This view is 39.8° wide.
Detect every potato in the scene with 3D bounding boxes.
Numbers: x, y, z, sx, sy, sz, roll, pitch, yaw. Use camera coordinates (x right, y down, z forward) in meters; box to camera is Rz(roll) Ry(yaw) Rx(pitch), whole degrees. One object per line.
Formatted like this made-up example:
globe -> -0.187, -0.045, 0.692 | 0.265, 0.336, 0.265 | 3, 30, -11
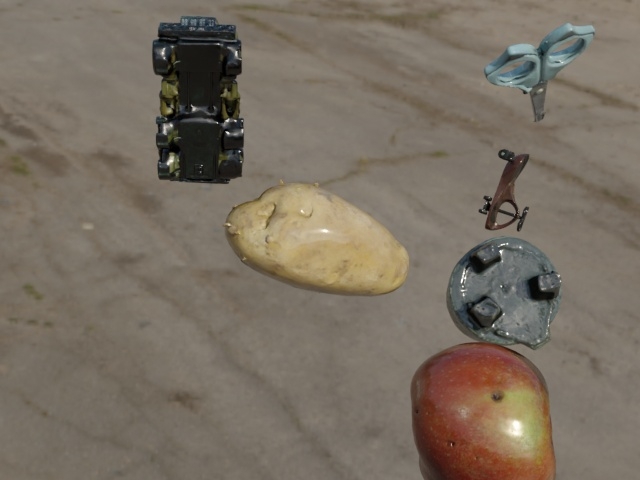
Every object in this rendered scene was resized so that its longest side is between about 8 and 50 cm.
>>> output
potato -> 0.001, 0.000, 1.077 | 0.235, 0.128, 0.161 | 15, -5, -2

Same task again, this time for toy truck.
toy truck -> -0.172, -0.203, 1.266 | 0.127, 0.257, 0.127 | 1, 47, -5

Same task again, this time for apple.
apple -> 0.327, 0.380, 1.791 | 0.277, 0.348, 0.348 | -5, 22, 13

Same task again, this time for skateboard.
skateboard -> 0.339, -0.085, 1.579 | 0.080, 0.151, 0.067 | 22, 10, 20

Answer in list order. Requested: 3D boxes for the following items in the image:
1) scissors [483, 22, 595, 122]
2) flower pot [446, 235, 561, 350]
scissors -> 0.395, -0.281, 1.599 | 0.191, 0.029, 0.360 | -22, -20, 7
flower pot -> 0.472, 0.145, 2.248 | 0.299, 0.299, 0.283 | 9, -13, 2
